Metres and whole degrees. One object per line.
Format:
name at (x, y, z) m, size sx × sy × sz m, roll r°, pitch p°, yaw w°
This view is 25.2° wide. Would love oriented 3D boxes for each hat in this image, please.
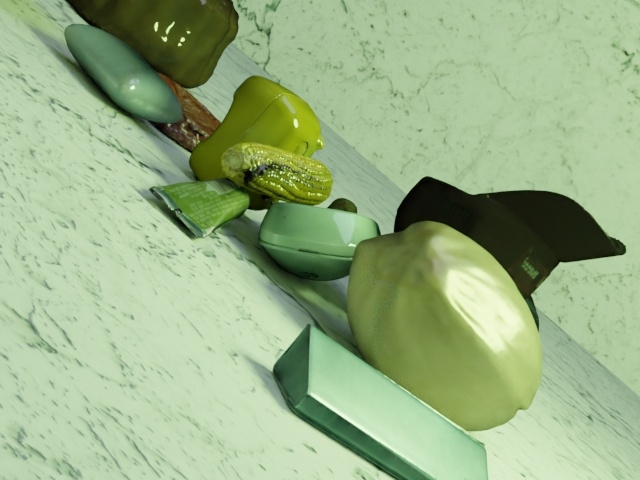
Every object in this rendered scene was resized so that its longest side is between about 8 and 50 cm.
hat at (0.225, 0.043, 1.904) m, size 0.336 × 0.209 × 0.238 m, roll 10°, pitch -16°, yaw 37°

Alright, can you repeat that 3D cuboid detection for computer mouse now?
computer mouse at (-0.001, 0.006, 1.923) m, size 0.159 × 0.097 × 0.288 m, roll 7°, pitch -2°, yaw 4°

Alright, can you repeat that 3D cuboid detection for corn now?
corn at (-0.055, -0.087, 1.888) m, size 0.072 × 0.072 × 0.203 m, roll 45°, pitch 17°, yaw 30°

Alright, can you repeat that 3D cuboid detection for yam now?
yam at (0.027, -0.025, 2.350) m, size 0.061 × 0.061 × 0.274 m, roll 40°, pitch 10°, yaw -3°

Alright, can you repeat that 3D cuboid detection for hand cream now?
hand cream at (-0.145, -0.044, 1.785) m, size 0.086 × 0.055 × 0.235 m, roll 43°, pitch 15°, yaw 5°

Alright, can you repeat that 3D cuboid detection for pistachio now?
pistachio at (0.158, 0.117, 1.776) m, size 0.332 × 0.208 × 0.226 m, roll 46°, pitch -17°, yaw -25°

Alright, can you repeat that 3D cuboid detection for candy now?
candy at (-0.283, -0.237, 2.047) m, size 0.174 × 0.071 × 0.138 m, roll 45°, pitch 11°, yaw 34°

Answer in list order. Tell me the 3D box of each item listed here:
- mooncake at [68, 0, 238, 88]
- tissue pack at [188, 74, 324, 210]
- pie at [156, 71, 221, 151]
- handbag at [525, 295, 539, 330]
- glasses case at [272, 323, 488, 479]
mooncake at (-0.296, -0.431, 2.594) m, size 0.324 × 0.187 × 0.324 m, roll 39°, pitch 7°, yaw -5°
tissue pack at (-0.085, -0.129, 1.993) m, size 0.127 × 0.178 × 0.123 m, roll 41°, pitch 10°, yaw 25°
pie at (-0.212, -0.189, 2.185) m, size 0.182 × 0.049 × 0.182 m, roll 39°, pitch 14°, yaw -12°
handbag at (0.210, 0.083, 2.210) m, size 0.275 × 0.178 × 0.302 m, roll 55°, pitch 10°, yaw -2°
glasses case at (0.065, 0.199, 1.466) m, size 0.266 × 0.056 × 0.105 m, roll 36°, pitch 34°, yaw -27°
